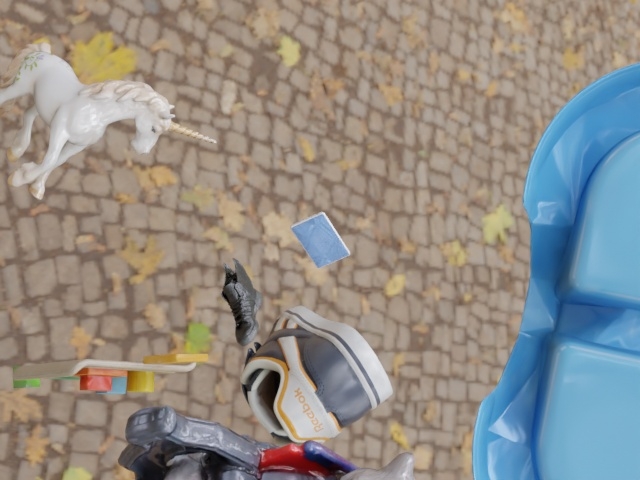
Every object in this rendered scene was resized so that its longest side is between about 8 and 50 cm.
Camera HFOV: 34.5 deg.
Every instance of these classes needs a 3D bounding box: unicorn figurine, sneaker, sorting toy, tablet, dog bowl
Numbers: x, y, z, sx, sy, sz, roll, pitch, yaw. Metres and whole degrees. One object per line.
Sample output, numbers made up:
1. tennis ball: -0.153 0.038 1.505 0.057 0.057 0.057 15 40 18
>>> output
1. unicorn figurine: -0.170 -0.083 0.699 0.111 0.162 0.060 -48 162 4
2. sneaker: -0.157 0.117 1.957 0.089 0.051 0.170 45 31 -27
3. sorting toy: -0.297 0.189 1.422 0.196 0.347 0.047 5 79 -42
4. sneaker: -0.030 0.154 1.160 0.127 0.321 0.126 -33 93 -12
5. tablet: 0.000 0.000 1.437 0.083 0.054 0.006 56 19 -32
6. dog bowl: 0.183 0.053 0.570 0.074 0.165 0.297 27 75 -75

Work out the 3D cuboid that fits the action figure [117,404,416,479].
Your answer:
1. action figure: -0.034 0.266 0.714 0.341 0.330 0.179 29 29 -37
